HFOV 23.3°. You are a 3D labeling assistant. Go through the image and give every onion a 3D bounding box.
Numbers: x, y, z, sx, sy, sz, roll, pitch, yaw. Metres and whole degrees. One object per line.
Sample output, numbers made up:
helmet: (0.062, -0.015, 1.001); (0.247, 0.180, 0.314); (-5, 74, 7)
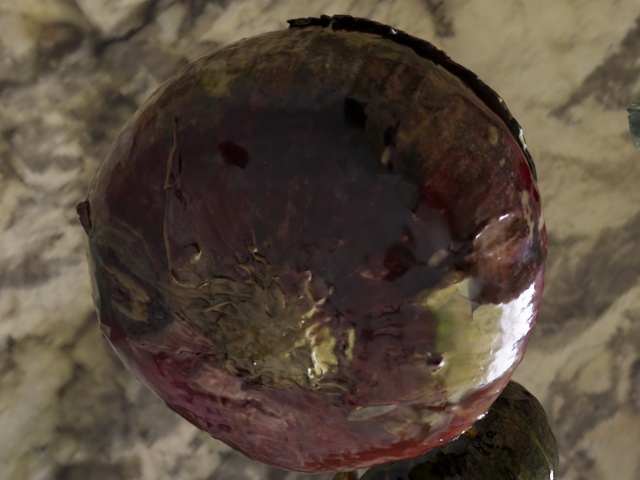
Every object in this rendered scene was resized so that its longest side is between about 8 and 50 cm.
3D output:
onion: (0.000, 0.000, 0.810); (0.246, 0.190, 0.246); (5, -54, 7)

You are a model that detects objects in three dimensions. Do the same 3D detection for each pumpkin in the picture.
pumpkin: (0.101, 0.169, 1.079); (0.108, 0.183, 0.119); (14, -42, 51)

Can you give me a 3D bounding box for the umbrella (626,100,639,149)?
umbrella: (0.265, -0.078, 0.872); (0.188, 0.046, 0.050); (-3, -82, 36)
